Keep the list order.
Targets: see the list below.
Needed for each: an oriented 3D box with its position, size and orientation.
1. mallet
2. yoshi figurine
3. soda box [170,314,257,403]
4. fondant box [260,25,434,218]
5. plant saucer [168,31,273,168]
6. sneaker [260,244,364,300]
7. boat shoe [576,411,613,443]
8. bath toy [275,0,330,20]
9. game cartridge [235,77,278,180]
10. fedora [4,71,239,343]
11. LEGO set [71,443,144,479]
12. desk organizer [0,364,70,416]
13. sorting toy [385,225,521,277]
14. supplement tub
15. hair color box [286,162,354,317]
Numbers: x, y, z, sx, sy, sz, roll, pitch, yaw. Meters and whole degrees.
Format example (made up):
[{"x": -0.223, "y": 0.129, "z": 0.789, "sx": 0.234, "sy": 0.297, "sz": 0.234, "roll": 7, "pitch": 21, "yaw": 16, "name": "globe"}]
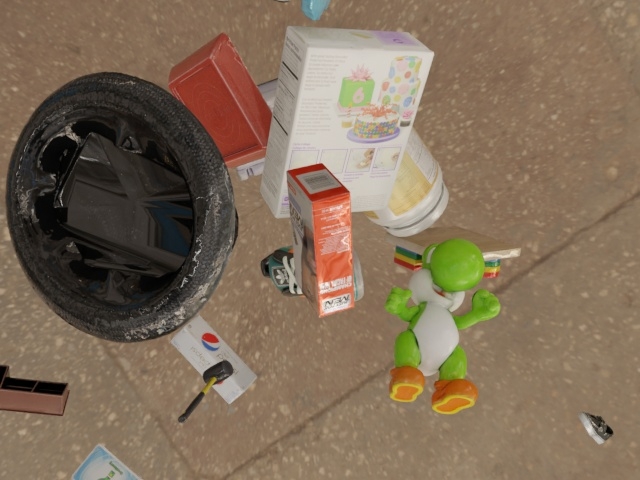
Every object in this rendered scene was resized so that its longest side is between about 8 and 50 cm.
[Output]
[{"x": -0.226, "y": 0.298, "z": 1.296, "sx": 0.062, "sy": 0.189, "sz": 0.039, "roll": -33, "pitch": 98, "yaw": 17, "name": "mallet"}, {"x": 0.241, "y": 0.136, "z": 1.285, "sx": 0.203, "sy": 0.362, "sz": 0.203, "roll": -12, "pitch": 138, "yaw": 31, "name": "yoshi figurine"}, {"x": -0.263, "y": 0.292, "z": 1.606, "sx": 0.216, "sy": 0.074, "sz": 0.069, "roll": 47, "pitch": 122, "yaw": 1, "name": "soda box"}, {"x": 0.038, "y": -0.204, "z": 1.170, "sx": 0.238, "sy": 0.096, "sz": 0.330, "roll": -6, "pitch": 131, "yaw": -25, "name": "fondant box"}, {"x": -0.209, "y": -0.271, "z": 1.368, "sx": 0.048, "sy": 0.258, "sz": 0.259, "roll": -40, "pitch": 109, "yaw": -32, "name": "plant saucer"}, {"x": -0.022, "y": 0.062, "z": 1.166, "sx": 0.121, "sy": 0.302, "sz": 0.108, "roll": -13, "pitch": 96, "yaw": -19, "name": "sneaker"}, {"x": 0.557, "y": 0.373, "z": 1.319, "sx": 0.040, "sy": 0.049, "sz": 0.142, "roll": -34, "pitch": 137, "yaw": 14, "name": "boat shoe"}, {"x": -0.146, "y": -0.442, "z": 1.051, "sx": 0.348, "sy": 0.151, "sz": 0.129, "roll": 18, "pitch": 82, "yaw": 16, "name": "bath toy"}, {"x": -0.078, "y": -0.313, "z": 1.683, "sx": 0.355, "sy": 0.068, "sz": 0.230, "roll": -20, "pitch": 127, "yaw": -5, "name": "game cartridge"}, {"x": -0.221, "y": -0.039, "z": 0.803, "sx": 0.334, "sy": 0.152, "sz": 0.334, "roll": 0, "pitch": 89, "yaw": 24, "name": "fedora"}, {"x": -0.221, "y": 0.361, "z": 0.691, "sx": 0.244, "sy": 0.060, "sz": 0.182, "roll": 33, "pitch": 72, "yaw": 20, "name": "LEGO set"}, {"x": -0.433, "y": 0.214, "z": 0.939, "sx": 0.130, "sy": 0.047, "sz": 0.050, "roll": 10, "pitch": 130, "yaw": -13, "name": "desk organizer"}, {"x": 0.346, "y": 0.040, "z": 1.737, "sx": 0.257, "sy": 0.255, "sz": 0.089, "roll": -5, "pitch": 107, "yaw": -32, "name": "sorting toy"}, {"x": 0.163, "y": -0.179, "z": 1.631, "sx": 0.228, "sy": 0.228, "sz": 0.316, "roll": -43, "pitch": 124, "yaw": -1, "name": "supplement tub"}, {"x": 0.000, "y": 0.000, "z": 0.813, "sx": 0.053, "sy": 0.093, "sz": 0.167, "roll": -15, "pitch": 123, "yaw": -16, "name": "hair color box"}]
